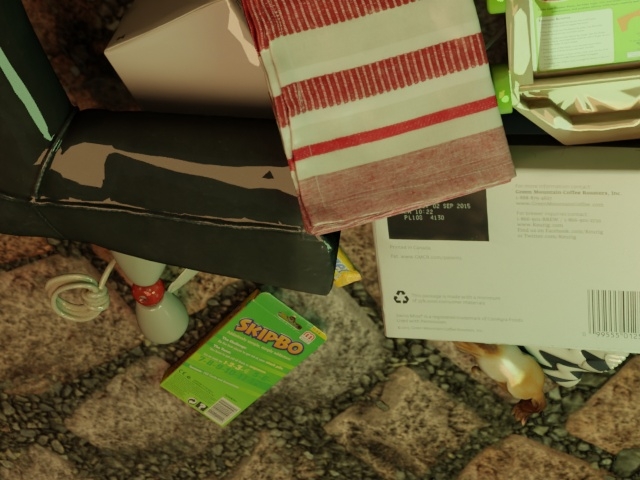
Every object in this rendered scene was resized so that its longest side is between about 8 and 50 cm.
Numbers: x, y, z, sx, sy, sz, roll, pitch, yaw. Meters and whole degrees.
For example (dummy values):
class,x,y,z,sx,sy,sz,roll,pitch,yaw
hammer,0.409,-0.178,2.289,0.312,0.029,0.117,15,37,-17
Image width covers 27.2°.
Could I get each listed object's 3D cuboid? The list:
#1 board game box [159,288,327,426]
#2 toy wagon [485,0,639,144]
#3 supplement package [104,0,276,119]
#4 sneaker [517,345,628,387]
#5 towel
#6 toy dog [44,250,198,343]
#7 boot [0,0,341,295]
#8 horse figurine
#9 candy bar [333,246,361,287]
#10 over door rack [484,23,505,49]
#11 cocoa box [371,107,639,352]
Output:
class,x,y,z,sx,sy,sz,roll,pitch,yaw
board game box,-0.113,0.171,1.947,0.124,0.039,0.259,37,126,-17
toy wagon,0.306,-0.264,1.387,0.267,0.068,0.344,-6,121,5
supplement package,-0.094,-0.181,1.598,0.175,0.177,0.293,-19,121,23
sneaker,0.325,0.105,1.765,0.153,0.094,0.235,30,155,-7
towel,0.057,-0.188,1.383,0.237,0.037,0.329,-16,101,-5
toy dog,-0.235,-0.015,1.789,0.220,0.161,0.333,18,141,-7
boot,-0.186,-0.123,1.453,0.445,0.146,0.367,11,135,8
horse figurine,0.230,0.159,1.801,0.263,0.174,0.066,43,81,-19
candy bar,0.000,0.000,1.814,0.040,0.018,0.161,-22,120,23
over door rack,0.122,-0.277,1.469,0.324,0.108,0.239,-39,114,1
cocoa box,0.257,-0.024,1.579,0.347,0.228,0.231,2,115,18
